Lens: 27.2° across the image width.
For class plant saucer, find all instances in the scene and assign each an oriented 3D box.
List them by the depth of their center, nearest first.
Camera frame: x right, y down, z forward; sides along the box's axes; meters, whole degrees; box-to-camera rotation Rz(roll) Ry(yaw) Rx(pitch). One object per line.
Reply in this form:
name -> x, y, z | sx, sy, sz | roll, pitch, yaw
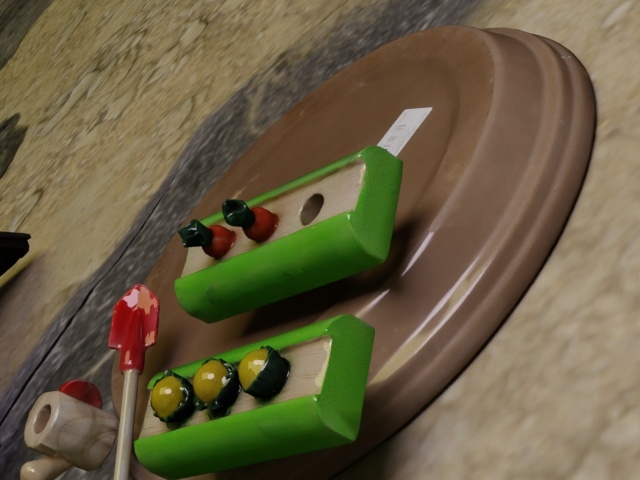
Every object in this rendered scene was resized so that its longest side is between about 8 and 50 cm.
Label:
plant saucer -> 0.000, 0.000, 0.600 | 0.278, 0.041, 0.278 | -37, 24, 20

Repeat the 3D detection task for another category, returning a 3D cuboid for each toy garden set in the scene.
toy garden set -> -0.074, 0.092, 0.488 | 0.204, 0.049, 0.244 | -21, 48, 46

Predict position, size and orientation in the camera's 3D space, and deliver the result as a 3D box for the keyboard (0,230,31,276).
keyboard -> -0.328, 0.050, 0.866 | 0.201, 0.033, 0.317 | -39, -10, 10
